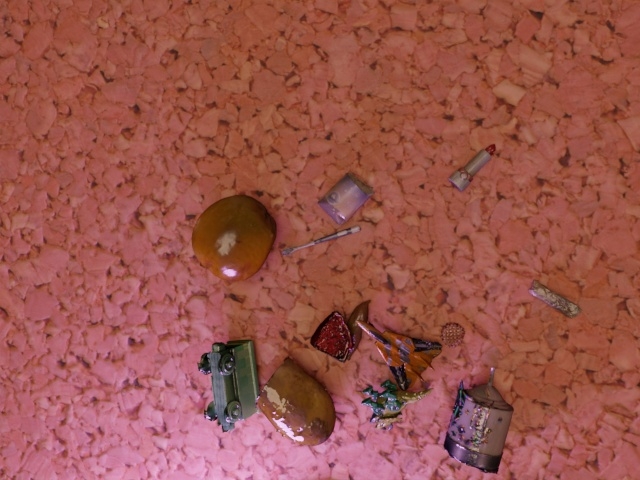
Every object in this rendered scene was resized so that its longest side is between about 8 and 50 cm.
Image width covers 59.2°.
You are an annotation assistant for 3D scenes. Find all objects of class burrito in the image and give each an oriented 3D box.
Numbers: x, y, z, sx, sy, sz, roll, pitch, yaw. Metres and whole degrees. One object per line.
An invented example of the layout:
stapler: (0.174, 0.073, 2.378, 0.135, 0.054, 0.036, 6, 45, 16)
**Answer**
burrito: (0.750, 0.190, 1.807, 0.171, 0.042, 0.051, 33, 106, 9)

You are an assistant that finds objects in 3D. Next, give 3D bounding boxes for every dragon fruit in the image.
dragon fruit: (0.050, 0.317, 1.896, 0.121, 0.127, 0.161, 28, 93, -10)

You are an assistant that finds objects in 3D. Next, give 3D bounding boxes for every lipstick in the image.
lipstick: (0.504, -0.247, 1.834, 0.063, 0.057, 0.186, 45, 95, 6)

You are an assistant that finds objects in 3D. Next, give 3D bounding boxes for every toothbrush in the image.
toothbrush: (0.000, 0.000, 1.937, 0.288, 0.026, 0.024, -17, 91, 9)

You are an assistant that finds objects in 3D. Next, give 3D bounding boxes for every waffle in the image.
waffle: (0.437, 0.314, 1.868, 0.075, 0.029, 0.083, 31, 98, 8)

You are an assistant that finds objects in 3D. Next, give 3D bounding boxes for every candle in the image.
candle: (0.510, 0.550, 1.780, 0.188, 0.187, 0.329, 14, 92, 9)

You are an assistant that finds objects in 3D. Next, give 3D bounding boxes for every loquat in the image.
loquat: (-0.283, -0.008, 1.872, 0.284, 0.276, 0.276, -45, 84, 4)

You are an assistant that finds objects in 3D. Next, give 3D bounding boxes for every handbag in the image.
handbag: (0.089, -0.146, 1.891, 0.173, 0.095, 0.117, -44, 90, 16)

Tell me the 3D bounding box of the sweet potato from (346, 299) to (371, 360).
sweet potato: (0.115, 0.302, 1.905, 0.068, 0.068, 0.226, 18, 96, 9)

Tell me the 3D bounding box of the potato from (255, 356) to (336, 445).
potato: (-0.068, 0.556, 1.870, 0.266, 0.229, 0.229, 34, 96, 8)

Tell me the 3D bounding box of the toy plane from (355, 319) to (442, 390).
toy plane: (0.233, 0.344, 1.850, 0.316, 0.103, 0.204, 38, 96, -9)

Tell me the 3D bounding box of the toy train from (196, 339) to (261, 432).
toy train: (-0.302, 0.484, 1.908, 0.120, 0.202, 0.300, -8, 89, 28)

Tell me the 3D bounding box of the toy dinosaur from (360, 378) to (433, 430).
toy dinosaur: (0.246, 0.527, 1.855, 0.259, 0.094, 0.153, -39, 105, 22)
